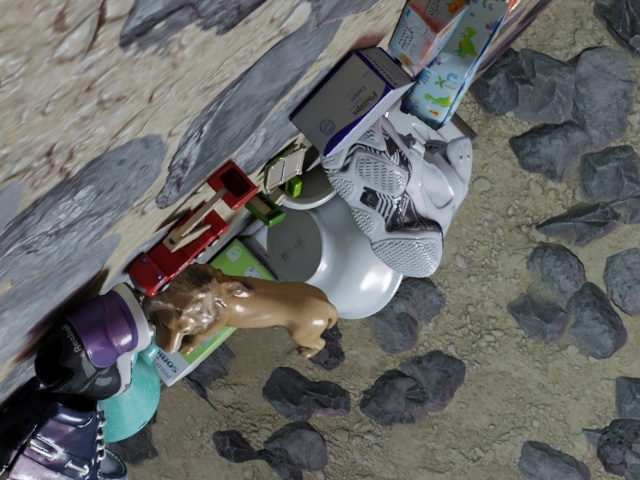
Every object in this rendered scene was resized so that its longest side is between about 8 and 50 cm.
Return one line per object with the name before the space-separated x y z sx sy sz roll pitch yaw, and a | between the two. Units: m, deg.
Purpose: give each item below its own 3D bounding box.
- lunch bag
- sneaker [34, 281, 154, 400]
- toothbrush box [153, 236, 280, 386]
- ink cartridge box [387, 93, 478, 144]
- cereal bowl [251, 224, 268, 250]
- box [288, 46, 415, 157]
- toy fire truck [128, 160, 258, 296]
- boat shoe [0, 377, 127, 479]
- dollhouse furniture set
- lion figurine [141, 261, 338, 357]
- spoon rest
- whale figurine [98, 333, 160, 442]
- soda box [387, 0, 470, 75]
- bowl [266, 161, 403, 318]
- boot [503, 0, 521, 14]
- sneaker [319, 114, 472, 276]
lunch bag | 0.212 -0.289 1.571 0.176 0.090 0.219 -57 176 -22
sneaker | -0.305 0.143 1.237 0.124 0.107 0.283 -25 164 -29
toothbrush box | -0.206 0.130 1.896 0.283 0.122 0.206 -45 177 5
ink cartridge box | 0.213 -0.219 2.115 0.168 0.171 0.233 -44 176 15
cereal bowl | -0.104 0.062 2.165 0.339 0.141 0.339 -42 177 -2
box | 0.043 -0.183 1.289 0.126 0.072 0.137 -44 178 22
toy fire truck | -0.162 -0.009 1.232 0.192 0.047 0.135 -42 177 -7
boat shoe | -0.358 0.302 1.478 0.158 0.127 0.340 -47 154 3
dollhouse furniture set | -0.073 -0.094 1.487 0.076 0.058 0.151 -33 153 -32
lion figurine | -0.106 0.107 1.569 0.392 0.142 0.240 -4 161 -27
spoon rest | 0.039 -0.147 1.646 0.276 0.084 0.137 -42 177 -5
whale figurine | -0.329 0.239 1.595 0.216 0.141 0.272 -42 175 -27
soda box | 0.141 -0.283 1.317 0.063 0.058 0.183 -43 178 -8
bowl | 0.000 0.000 1.741 0.134 0.297 0.298 -5 149 -45
boot | 0.307 -0.412 1.823 0.158 0.059 0.085 -55 169 30
sneaker | 0.127 -0.127 1.563 0.137 0.365 0.210 7 -128 34
